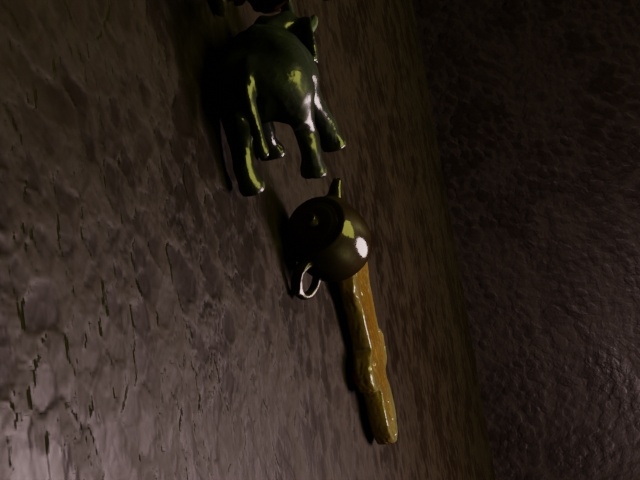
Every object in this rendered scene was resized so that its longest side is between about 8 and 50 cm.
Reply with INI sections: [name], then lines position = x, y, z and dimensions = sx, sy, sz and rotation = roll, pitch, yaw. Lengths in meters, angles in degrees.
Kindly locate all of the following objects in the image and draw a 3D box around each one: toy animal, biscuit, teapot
[toy animal]
position = -0.031, -0.134, 0.913
dimensions = 0.269, 0.082, 0.137
rotation = -77, 155, -62
[biscuit]
position = 0.053, 0.126, 1.220
dimensions = 0.153, 0.030, 0.235
rotation = -52, 131, -74
[teapot]
position = 0.000, 0.000, 0.988
dimensions = 0.068, 0.076, 0.121
rotation = 45, 64, -53

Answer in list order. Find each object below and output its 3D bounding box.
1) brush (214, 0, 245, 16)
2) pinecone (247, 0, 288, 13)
[brush]
position = -0.081, -0.301, 0.944
dimensions = 0.043, 0.036, 0.248
rotation = 72, 13, -52
[pinecone]
position = -0.028, -0.299, 0.756
dimensions = 0.272, 0.224, 0.224
rotation = 47, 34, -62
